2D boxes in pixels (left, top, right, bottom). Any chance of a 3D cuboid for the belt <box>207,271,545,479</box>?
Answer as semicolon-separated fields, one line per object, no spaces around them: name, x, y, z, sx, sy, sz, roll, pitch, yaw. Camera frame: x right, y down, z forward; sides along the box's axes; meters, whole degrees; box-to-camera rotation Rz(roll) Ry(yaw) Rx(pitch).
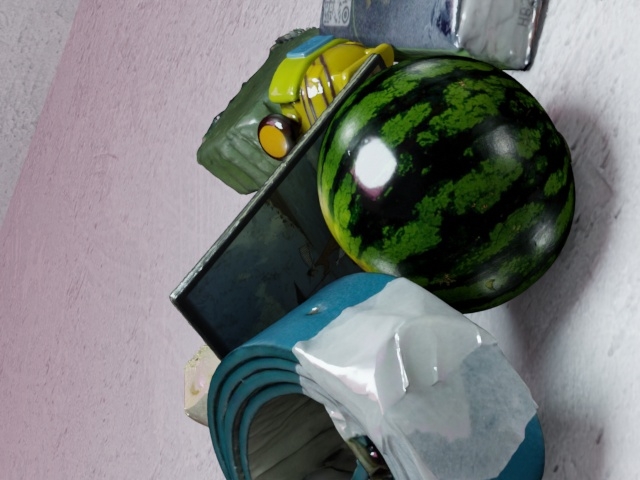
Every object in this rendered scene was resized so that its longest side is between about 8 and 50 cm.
belt;0.041;0.201;1.506;0.300;0.173;0.436;51;148;5

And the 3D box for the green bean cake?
green bean cake;-0.054;-0.179;2.078;0.222;0.125;0.227;-58;20;-21

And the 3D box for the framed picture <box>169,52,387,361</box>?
framed picture;0.000;0.000;1.642;0.016;0.265;0.347;28;71;36

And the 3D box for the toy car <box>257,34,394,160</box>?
toy car;0.044;-0.120;1.801;0.142;0.200;0.247;4;123;40

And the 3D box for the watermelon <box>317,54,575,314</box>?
watermelon;0.122;-0.060;1.509;0.269;0.269;0.269;-43;41;53

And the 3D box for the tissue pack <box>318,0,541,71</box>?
tissue pack;0.138;-0.354;1.803;0.394;0.124;0.288;-162;83;-66

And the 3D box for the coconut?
coconut;-0.139;0.217;2.161;0.116;0.116;0.122;-54;32;43
